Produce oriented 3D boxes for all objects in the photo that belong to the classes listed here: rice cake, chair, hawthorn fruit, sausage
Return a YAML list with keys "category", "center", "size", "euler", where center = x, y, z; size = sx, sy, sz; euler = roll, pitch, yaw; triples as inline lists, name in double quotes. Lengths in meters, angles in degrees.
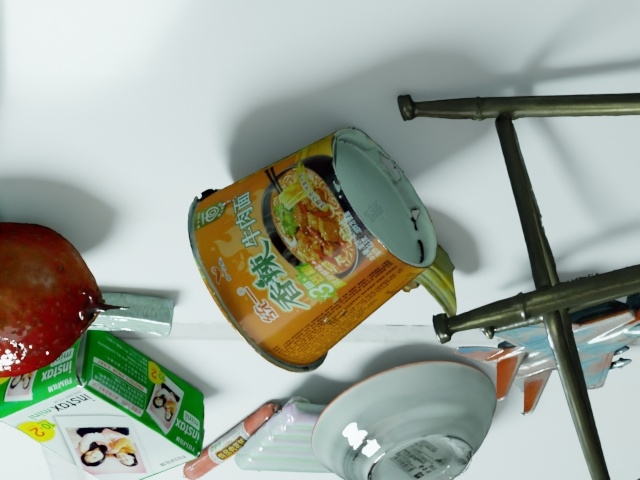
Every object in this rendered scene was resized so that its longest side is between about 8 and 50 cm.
- category: "rice cake"
  center: [0.008, 0.272, 2.006]
  size: [0.198, 0.037, 0.189]
  euler: [10, 142, -27]
- category: "chair"
  center: [0.336, 0.034, 1.444]
  size: [0.410, 0.364, 0.362]
  euler: [-17, 129, 9]
- category: "hawthorn fruit"
  center: [-0.331, 0.072, 1.674]
  size: [0.235, 0.181, 0.181]
  euler: [4, 143, 4]
- category: "rice cake"
  center: [-0.303, 0.088, 1.801]
  size: [0.245, 0.045, 0.042]
  euler: [2, 146, 0]
- category: "sausage"
  center: [-0.126, 0.287, 2.066]
  size: [0.034, 0.034, 0.253]
  euler: [24, 137, -26]

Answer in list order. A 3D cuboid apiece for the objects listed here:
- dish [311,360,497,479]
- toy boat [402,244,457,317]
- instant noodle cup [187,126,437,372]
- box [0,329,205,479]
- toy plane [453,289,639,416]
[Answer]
- category: "dish"
  center: [0.123, 0.272, 1.934]
  size: [0.260, 0.085, 0.260]
  euler: [-11, 140, -9]
- category: "toy boat"
  center: [0.109, 0.033, 1.692]
  size: [0.066, 0.065, 0.172]
  euler: [-37, 124, 23]
- category: "instant noodle cup"
  center: [0.000, 0.000, 1.543]
  size: [0.182, 0.230, 0.230]
  euler: [-33, 131, 26]
- category: "box"
  center: [-0.289, 0.223, 1.932]
  size: [0.180, 0.103, 0.250]
  euler: [-25, 135, 31]
- category: "toy plane"
  center: [0.326, 0.103, 1.746]
  size: [0.223, 0.104, 0.326]
  euler: [31, 130, -33]
